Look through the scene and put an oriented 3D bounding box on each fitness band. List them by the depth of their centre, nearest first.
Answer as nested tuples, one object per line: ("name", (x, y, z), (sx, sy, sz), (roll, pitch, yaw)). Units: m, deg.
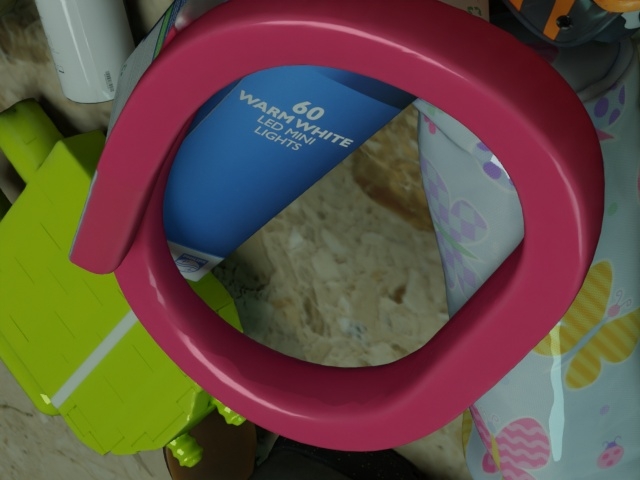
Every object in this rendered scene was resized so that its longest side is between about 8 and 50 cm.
("fitness band", (0.000, 0.000, 0.523), (0.209, 0.054, 0.291), (29, 140, -6))

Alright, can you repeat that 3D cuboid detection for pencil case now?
("pencil case", (0.116, 0.015, 0.605), (0.124, 0.113, 0.273), (-122, 16, -55))

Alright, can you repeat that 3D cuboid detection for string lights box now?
("string lights box", (-0.027, -0.096, 0.586), (0.077, 0.133, 0.259), (22, 144, -26))

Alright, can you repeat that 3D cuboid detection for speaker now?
("speaker", (-0.149, -0.155, 0.691), (0.055, 0.055, 0.136), (10, 128, 29))

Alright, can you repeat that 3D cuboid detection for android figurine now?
("android figurine", (-0.157, 0.039, 0.810), (0.273, 0.056, 0.248), (49, 124, 8))

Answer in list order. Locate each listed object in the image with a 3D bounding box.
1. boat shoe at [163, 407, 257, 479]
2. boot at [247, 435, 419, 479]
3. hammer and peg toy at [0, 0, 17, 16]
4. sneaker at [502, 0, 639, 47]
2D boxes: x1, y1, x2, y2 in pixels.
("boat shoe", (-0.086, 0.182, 0.909), (0.073, 0.073, 0.207), (-130, 28, -58))
("boot", (0.059, 0.273, 0.768), (0.338, 0.223, 0.118), (19, 132, 22))
("hammer and peg toy", (-0.307, -0.275, 0.652), (0.266, 0.127, 0.361), (23, 134, 18))
("sneaker", (0.188, -0.133, 0.446), (0.321, 0.124, 0.180), (40, 142, 17))
